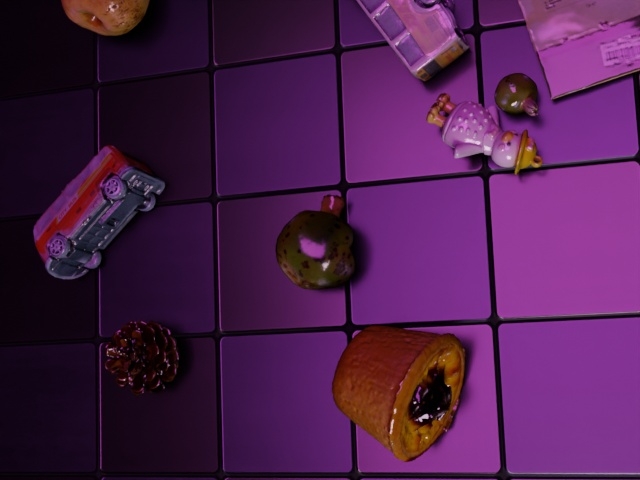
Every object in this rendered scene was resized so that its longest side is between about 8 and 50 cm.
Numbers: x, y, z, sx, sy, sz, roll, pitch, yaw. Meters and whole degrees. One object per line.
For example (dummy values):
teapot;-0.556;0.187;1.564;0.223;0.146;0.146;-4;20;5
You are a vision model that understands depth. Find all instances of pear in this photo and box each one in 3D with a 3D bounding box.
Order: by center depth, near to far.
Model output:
pear;-0.404;-0.480;1.770;0.178;0.178;0.178;-2;83;18

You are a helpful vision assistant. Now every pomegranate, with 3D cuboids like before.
pomegranate;0.328;-0.236;1.533;0.084;0.073;0.073;34;95;15
pomegranate;-0.010;0.000;1.592;0.143;0.122;0.169;6;88;48

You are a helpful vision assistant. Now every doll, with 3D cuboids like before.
doll;0.271;-0.171;1.537;0.207;0.081;0.129;30;61;19

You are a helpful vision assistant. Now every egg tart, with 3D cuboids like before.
egg tart;0.128;0.228;1.486;0.171;0.215;0.215;22;91;33

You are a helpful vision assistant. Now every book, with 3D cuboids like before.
book;0.431;-0.394;1.538;0.201;0.026;0.289;-17;78;16

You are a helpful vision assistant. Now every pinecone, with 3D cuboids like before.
pinecone;-0.326;0.211;1.677;0.140;0.121;0.140;-2;85;27

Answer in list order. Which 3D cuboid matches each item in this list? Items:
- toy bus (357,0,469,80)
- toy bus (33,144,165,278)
toy bus;0.123;-0.441;1.615;0.138;0.097;0.342;-40;74;18
toy bus;-0.426;-0.053;1.747;0.265;0.121;0.120;-46;64;9
